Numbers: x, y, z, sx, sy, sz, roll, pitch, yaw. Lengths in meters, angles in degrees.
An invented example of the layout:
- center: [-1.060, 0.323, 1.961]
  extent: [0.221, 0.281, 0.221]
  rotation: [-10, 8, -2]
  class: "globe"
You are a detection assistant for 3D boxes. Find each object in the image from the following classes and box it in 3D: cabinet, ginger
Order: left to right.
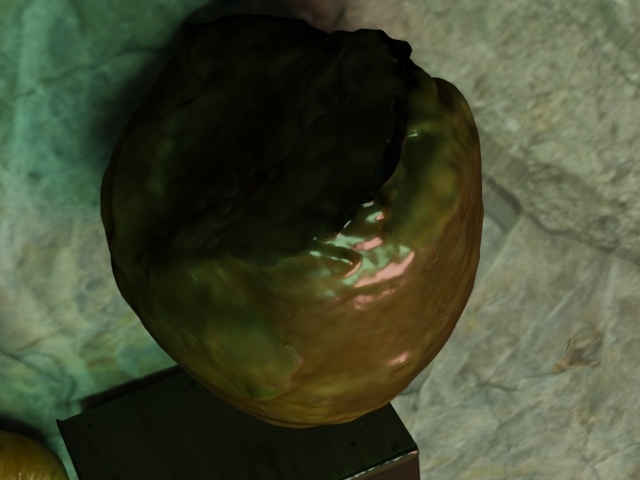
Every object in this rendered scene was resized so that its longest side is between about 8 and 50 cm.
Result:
- center: [-0.056, 0.186, 1.205]
  extent: [0.215, 0.148, 0.174]
  rotation: [-21, 137, -14]
  class: "cabinet"
- center: [-0.002, 0.003, 0.968]
  extent: [0.223, 0.269, 0.200]
  rotation: [43, 76, -39]
  class: "ginger"

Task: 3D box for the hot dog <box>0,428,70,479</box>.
- center: [-0.270, 0.250, 1.148]
  extent: [0.257, 0.153, 0.150]
  rotation: [-44, 135, 17]
  class: "hot dog"
